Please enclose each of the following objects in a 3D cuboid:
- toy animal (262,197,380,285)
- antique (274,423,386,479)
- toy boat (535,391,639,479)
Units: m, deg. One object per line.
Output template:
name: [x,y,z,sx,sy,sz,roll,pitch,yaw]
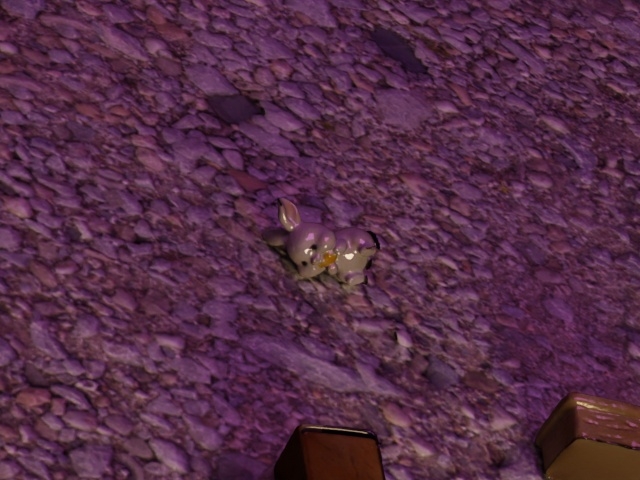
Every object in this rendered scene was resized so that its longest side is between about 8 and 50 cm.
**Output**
toy animal: [0.001,0.005,2.364,0.124,0.071,0.085,6,48,-25]
antique: [0.027,0.338,2.045,0.093,0.087,0.310,7,47,-21]
toy boat: [0.350,0.244,2.299,0.188,0.116,0.061,14,49,-14]
